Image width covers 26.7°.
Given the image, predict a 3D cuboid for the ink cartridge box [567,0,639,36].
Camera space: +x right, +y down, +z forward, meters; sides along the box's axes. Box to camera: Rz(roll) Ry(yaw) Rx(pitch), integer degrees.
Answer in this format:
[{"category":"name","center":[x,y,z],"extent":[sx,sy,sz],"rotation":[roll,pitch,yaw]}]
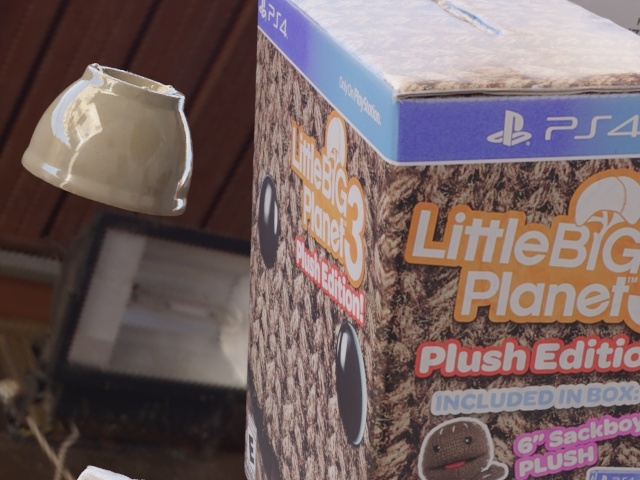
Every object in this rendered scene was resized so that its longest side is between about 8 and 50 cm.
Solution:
[{"category":"ink cartridge box","center":[0.113,-0.189,1.019],"extent":[0.198,0.270,0.197],"rotation":[3,-62,-11]}]

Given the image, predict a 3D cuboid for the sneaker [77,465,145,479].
[{"category":"sneaker","center":[-0.235,0.365,1.618],"extent":[0.169,0.292,0.108],"rotation":[17,-81,-15]}]

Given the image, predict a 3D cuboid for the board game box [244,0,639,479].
[{"category":"board game box","center":[0.058,0.037,0.634],"extent":[0.141,0.232,0.291],"rotation":[-3,-69,-15]}]

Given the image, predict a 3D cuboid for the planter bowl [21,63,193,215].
[{"category":"planter bowl","center":[-0.189,-0.102,1.277],"extent":[0.162,0.162,0.109],"rotation":[12,-78,-36]}]
